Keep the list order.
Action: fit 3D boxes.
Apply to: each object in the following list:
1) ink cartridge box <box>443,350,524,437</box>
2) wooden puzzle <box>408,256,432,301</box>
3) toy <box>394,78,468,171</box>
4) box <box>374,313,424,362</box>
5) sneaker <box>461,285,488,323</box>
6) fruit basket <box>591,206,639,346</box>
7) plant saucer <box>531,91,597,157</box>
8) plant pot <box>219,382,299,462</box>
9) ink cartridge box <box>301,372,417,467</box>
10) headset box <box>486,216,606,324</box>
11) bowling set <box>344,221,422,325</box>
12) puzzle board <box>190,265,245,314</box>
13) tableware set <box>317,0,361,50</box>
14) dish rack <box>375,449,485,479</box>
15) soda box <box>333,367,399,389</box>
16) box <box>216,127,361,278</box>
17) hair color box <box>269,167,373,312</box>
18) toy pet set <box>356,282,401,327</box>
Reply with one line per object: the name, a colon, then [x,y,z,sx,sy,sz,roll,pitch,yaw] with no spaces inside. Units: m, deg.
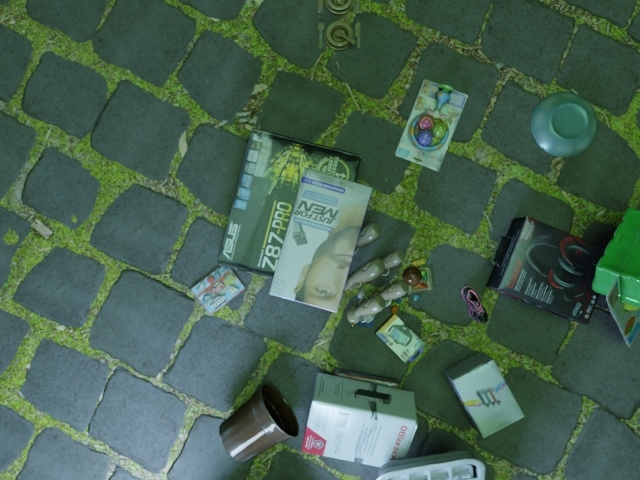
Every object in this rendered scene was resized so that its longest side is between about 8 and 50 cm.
ink cartridge box: [0.441,0.416,1.445,0.128,0.128,0.176,-27,87,0]
wooden puzzle: [0.282,0.112,1.514,0.079,0.014,0.116,-13,88,0]
toy: [0.320,-0.334,1.508,0.137,0.056,0.237,21,88,2]
box: [0.230,0.283,1.501,0.136,0.028,0.081,44,89,3]
sneaker: [0.439,0.184,1.489,0.047,0.057,0.119,-30,89,-3]
fruit basket: [0.855,0.086,1.370,0.353,0.166,0.326,40,79,-37]
plant saucer: [0.708,-0.338,1.516,0.195,0.037,0.194,0,87,1]
plant pot: [-0.174,0.504,1.438,0.165,0.167,0.167,-37,88,8]
ink cartridge box: [0.102,0.486,1.414,0.273,0.114,0.196,12,119,1]
headset box: [0.620,0.076,1.464,0.294,0.110,0.217,23,89,1]
bowling set: [0.164,0.114,1.445,0.200,0.154,0.286,24,53,-28]
puzzle board: [-0.295,0.139,1.517,0.128,0.011,0.096,-38,88,-1]
tableware set: [0.056,-0.651,1.529,0.129,0.039,0.194,0,88,0]
dish rack: [0.286,0.680,1.407,0.286,0.072,0.332,-9,119,-2]
soda box: [0.123,0.406,1.479,0.183,0.063,0.058,11,89,1]
box: [-0.085,-0.083,1.481,0.319,0.097,0.394,15,89,1]
hair color box: [0.000,0.000,1.382,0.185,0.110,0.338,16,90,-2]
toy pet set: [0.149,0.191,1.501,0.122,0.065,0.114,33,54,-1]
